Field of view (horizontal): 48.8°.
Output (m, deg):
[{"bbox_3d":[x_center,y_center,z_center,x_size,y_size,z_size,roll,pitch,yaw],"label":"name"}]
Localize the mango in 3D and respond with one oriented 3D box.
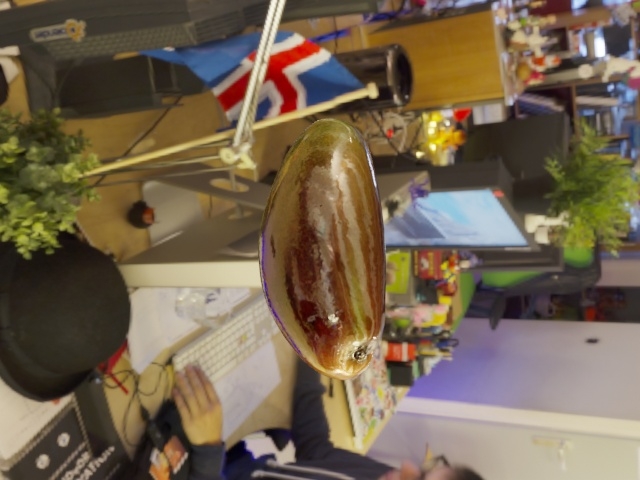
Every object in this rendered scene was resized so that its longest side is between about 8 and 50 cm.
[{"bbox_3d":[0.000,0.000,0.669,0.111,0.133,0.267,10,63,-24],"label":"mango"}]
